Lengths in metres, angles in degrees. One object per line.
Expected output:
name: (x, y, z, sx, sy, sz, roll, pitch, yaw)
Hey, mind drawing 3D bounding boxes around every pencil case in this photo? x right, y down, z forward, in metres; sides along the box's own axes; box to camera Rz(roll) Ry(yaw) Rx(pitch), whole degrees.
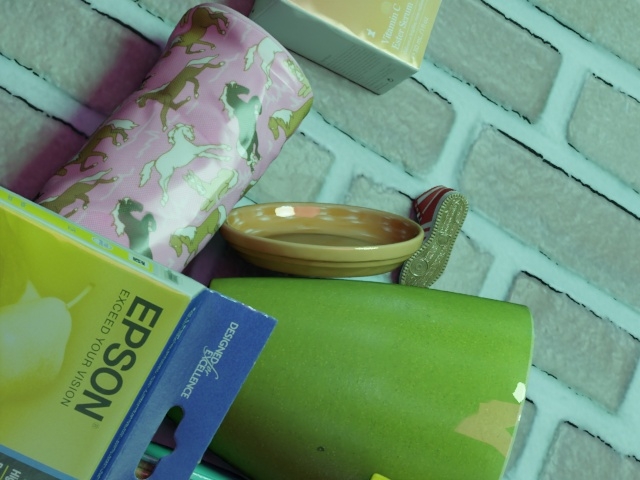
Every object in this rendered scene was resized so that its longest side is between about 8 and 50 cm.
pencil case: (-0.171, -0.051, 1.640, 0.167, 0.160, 0.386, 44, 65, -7)

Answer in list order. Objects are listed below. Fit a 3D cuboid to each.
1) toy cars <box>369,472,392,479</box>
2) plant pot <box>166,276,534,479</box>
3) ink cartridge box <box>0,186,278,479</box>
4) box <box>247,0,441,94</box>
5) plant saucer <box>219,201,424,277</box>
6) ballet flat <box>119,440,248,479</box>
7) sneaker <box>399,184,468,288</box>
toy cars: (-0.056, 0.344, 1.523, 0.393, 0.087, 0.176, -23, 93, 8)
plant pot: (0.014, 0.147, 1.646, 0.293, 0.275, 0.275, 18, 70, -4)
ink cartridge box: (-0.238, 0.136, 1.486, 0.307, 0.072, 0.303, 27, 103, -11)
box: (0.029, -0.252, 1.820, 0.170, 0.091, 0.130, 25, 69, -19)
plant saucer: (0.000, 0.000, 1.698, 0.200, 0.200, 0.037, -2, 103, -26)
ballet flat: (-0.226, 0.210, 1.590, 0.342, 0.116, 0.124, 27, 88, -17)
sneaker: (0.112, -0.003, 1.833, 0.042, 0.067, 0.118, 26, 98, -20)
